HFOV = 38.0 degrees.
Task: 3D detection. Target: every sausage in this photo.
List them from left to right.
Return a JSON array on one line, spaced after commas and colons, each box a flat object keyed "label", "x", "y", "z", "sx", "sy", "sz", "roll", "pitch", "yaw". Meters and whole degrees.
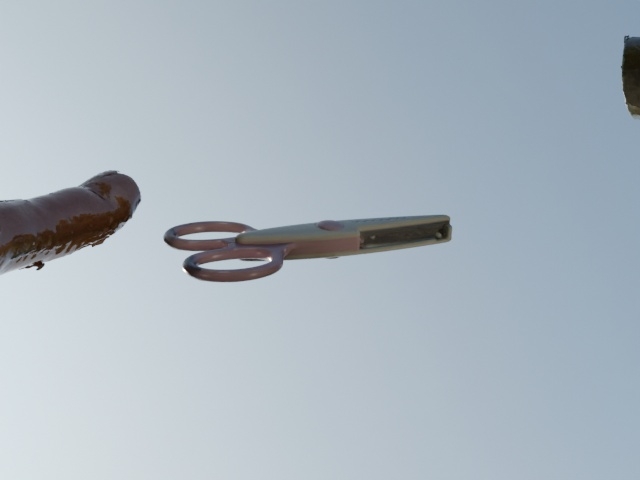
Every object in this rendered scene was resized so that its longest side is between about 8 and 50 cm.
[{"label": "sausage", "x": -0.265, "y": -0.009, "z": 0.851, "sx": 0.078, "sy": 0.304, "sz": 0.078, "roll": 5, "pitch": -75, "yaw": 20}]

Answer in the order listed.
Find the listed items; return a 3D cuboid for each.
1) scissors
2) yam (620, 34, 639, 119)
[{"label": "scissors", "x": 0.000, "y": 0.000, "z": 0.545, "sx": 0.176, "sy": 0.085, "sz": 0.022, "roll": -5, "pitch": -70, "yaw": -21}, {"label": "yam", "x": 0.232, "y": -0.088, "z": 0.506, "sx": 0.132, "sy": 0.054, "sz": 0.054, "roll": 8, "pitch": -46, "yaw": 32}]
